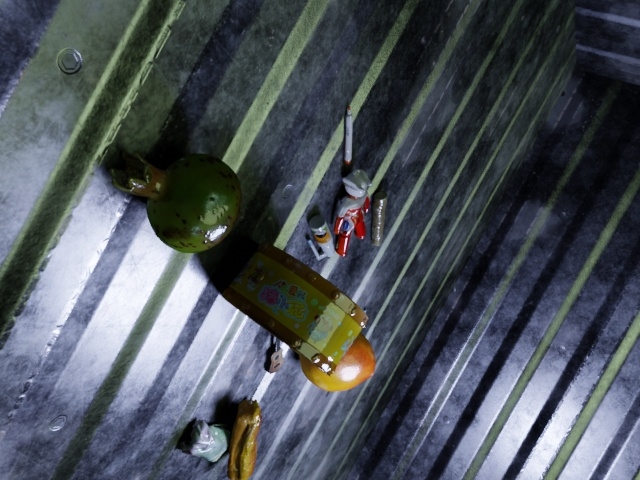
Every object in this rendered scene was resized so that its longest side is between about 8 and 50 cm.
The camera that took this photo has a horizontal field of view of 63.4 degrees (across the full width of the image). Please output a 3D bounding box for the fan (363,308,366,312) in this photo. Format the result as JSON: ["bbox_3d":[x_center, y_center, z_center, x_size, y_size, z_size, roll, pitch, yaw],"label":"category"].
[{"bbox_3d":[0.203,0.424,2.611,0.038,0.016,0.193,-21,133,-46],"label":"fan"}]

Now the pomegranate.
[{"bbox_3d":[-0.300,-0.110,1.168,0.231,0.230,0.286,-49,138,-19],"label":"pomegranate"}]

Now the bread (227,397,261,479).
[{"bbox_3d":[-0.286,0.749,2.000,0.185,0.109,0.381,-81,-178,-61],"label":"bread"}]

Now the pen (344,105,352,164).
[{"bbox_3d":[0.095,-0.351,1.743,0.026,0.026,0.218,-38,144,-34],"label":"pen"}]

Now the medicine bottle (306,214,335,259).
[{"bbox_3d":[0.000,0.000,1.885,0.092,0.061,0.221,-30,146,-3],"label":"medicine bottle"}]

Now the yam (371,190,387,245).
[{"bbox_3d":[0.244,-0.088,2.177,0.061,0.061,0.274,-40,146,-32],"label":"yam"}]

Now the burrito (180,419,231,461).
[{"bbox_3d":[-0.408,0.727,1.863,0.144,0.089,0.229,-58,154,-12],"label":"burrito"}]

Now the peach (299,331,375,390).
[{"bbox_3d":[0.077,0.486,2.181,0.289,0.307,0.289,14,90,-70],"label":"peach"}]

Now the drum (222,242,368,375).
[{"bbox_3d":[-0.077,0.207,1.582,0.214,0.431,0.431,-53,150,-11],"label":"drum"}]

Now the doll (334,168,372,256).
[{"bbox_3d":[0.122,-0.111,1.942,0.188,0.099,0.384,-40,151,-34],"label":"doll"}]

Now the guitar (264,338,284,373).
[{"bbox_3d":[-0.171,0.407,1.990,0.083,0.038,0.271,-32,143,-41],"label":"guitar"}]
